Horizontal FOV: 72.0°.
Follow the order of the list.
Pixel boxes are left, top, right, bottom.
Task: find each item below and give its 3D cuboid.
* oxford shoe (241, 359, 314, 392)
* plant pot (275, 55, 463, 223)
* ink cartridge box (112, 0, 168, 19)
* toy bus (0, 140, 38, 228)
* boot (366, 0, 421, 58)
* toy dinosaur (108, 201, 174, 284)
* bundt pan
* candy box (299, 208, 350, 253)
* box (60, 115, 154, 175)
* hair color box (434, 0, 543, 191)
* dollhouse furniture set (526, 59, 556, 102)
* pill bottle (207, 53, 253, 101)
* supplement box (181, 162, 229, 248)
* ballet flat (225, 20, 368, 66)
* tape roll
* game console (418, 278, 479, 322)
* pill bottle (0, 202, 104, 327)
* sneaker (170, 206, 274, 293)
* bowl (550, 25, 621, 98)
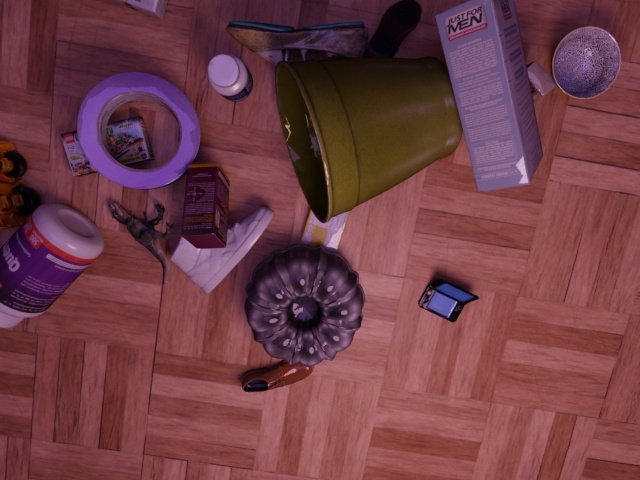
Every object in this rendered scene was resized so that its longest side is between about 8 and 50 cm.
[{"bbox_3d":[-0.120,0.392,1.249,0.212,0.076,0.076,-17,98,0],"label":"oxford shoe"},{"bbox_3d":[0.119,-0.264,1.024,0.353,0.366,0.366,-17,100,-10],"label":"plant pot"},{"bbox_3d":[-0.466,-0.629,1.071,0.181,0.061,0.104,19,99,-5],"label":"ink cartridge box"},{"bbox_3d":[-0.870,-0.128,1.124,0.212,0.149,0.220,-9,98,17],"label":"toy bus"},{"bbox_3d":[0.170,-0.508,1.104,0.082,0.106,0.219,38,69,-3],"label":"boot"},{"bbox_3d":[-0.444,-0.022,1.160,0.118,0.064,0.268,-45,76,9],"label":"toy dinosaur"},{"bbox_3d":[-0.042,0.179,1.135,0.331,0.124,0.330,0,100,0],"label":"bundt pan"},{"bbox_3d":[0.000,0.000,1.205,0.105,0.027,0.205,18,99,-6],"label":"candy box"},{"bbox_3d":[-0.554,-0.244,1.149,0.207,0.036,0.114,-13,100,1],"label":"box"},{"bbox_3d":[0.371,-0.316,0.940,0.114,0.185,0.374,-6,114,37],"label":"hair color box"},{"bbox_3d":[0.435,-0.364,1.070,0.129,0.183,0.129,-43,97,6],"label":"dollhouse furniture set"},{"bbox_3d":[-0.218,-0.393,1.061,0.094,0.169,0.094,0,100,-1],"label":"pill bottle"},{"bbox_3d":[-0.279,-0.083,1.085,0.081,0.104,0.188,-3,71,5],"label":"supplement box"},{"bbox_3d":[-0.057,-0.477,1.084,0.349,0.123,0.123,0,100,-1],"label":"ballet flat"},{"bbox_3d":[-0.439,-0.264,1.087,0.275,0.090,0.274,-2,97,-16],"label":"tape roll"},{"bbox_3d":[0.352,0.169,1.218,0.122,0.071,0.107,26,98,-5],"label":"game console"},{"bbox_3d":[-0.728,0.069,1.128,0.323,0.181,0.181,-45,98,6],"label":"pill bottle"},{"bbox_3d":[-0.269,-0.013,1.159,0.169,0.108,0.292,42,98,-10],"label":"sneaker"},{"bbox_3d":[0.650,-0.439,1.113,0.170,0.080,0.170,0,100,0],"label":"bowl"}]
